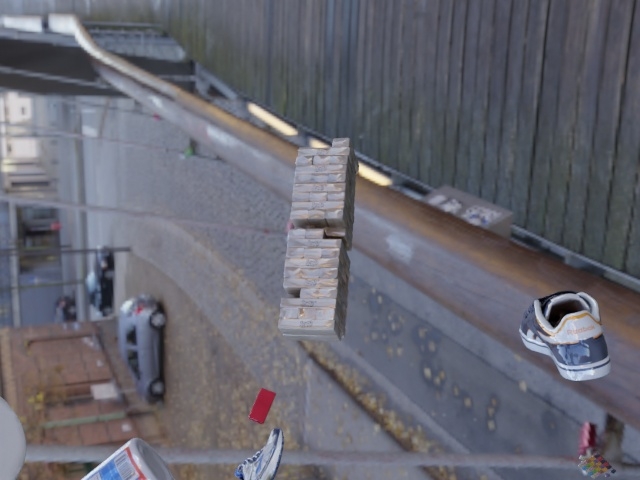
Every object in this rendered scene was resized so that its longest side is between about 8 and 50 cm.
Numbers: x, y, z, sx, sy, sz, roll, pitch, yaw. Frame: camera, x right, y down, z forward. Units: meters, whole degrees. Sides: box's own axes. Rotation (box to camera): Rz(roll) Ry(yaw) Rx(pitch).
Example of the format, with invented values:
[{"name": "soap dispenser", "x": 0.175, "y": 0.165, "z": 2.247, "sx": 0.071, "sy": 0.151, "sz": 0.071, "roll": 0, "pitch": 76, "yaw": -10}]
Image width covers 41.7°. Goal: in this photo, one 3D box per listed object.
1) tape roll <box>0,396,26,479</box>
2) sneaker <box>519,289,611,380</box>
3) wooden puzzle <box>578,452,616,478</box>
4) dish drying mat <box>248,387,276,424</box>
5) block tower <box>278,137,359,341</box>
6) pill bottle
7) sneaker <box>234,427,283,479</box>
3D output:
[{"name": "tape roll", "x": -0.545, "y": 0.317, "z": 1.136, "sx": 0.169, "sy": 0.246, "sz": 0.246, "roll": -59, "pitch": 37, "yaw": 26}, {"name": "sneaker", "x": 0.449, "y": 0.150, "z": 1.565, "sx": 0.321, "sy": 0.126, "sz": 0.127, "roll": -116, "pitch": 11, "yaw": -81}, {"name": "wooden puzzle", "x": 0.574, "y": 0.470, "z": 1.757, "sx": 0.049, "sy": 0.083, "sz": 0.006, "roll": -42, "pitch": 15, "yaw": 25}, {"name": "dish drying mat", "x": -0.112, "y": 0.318, "z": 1.615, "sx": 0.083, "sy": 0.032, "sz": 0.008, "roll": -66, "pitch": -6, "yaw": -55}, {"name": "block tower", "x": 0.000, "y": 0.000, "z": 1.369, "sx": 0.091, "sy": 0.097, "sz": 0.335, "roll": 65, "pitch": -152, "yaw": -61}, {"name": "pill bottle", "x": -0.356, "y": 0.441, "z": 1.385, "sx": 0.124, "sy": 0.221, "sz": 0.124, "roll": 51, "pitch": 177, "yaw": 4}, {"name": "sneaker", "x": -0.091, "y": 0.326, "z": 1.206, "sx": 0.052, "sy": 0.058, "sz": 0.135, "roll": 101, "pitch": -172, "yaw": -54}]
